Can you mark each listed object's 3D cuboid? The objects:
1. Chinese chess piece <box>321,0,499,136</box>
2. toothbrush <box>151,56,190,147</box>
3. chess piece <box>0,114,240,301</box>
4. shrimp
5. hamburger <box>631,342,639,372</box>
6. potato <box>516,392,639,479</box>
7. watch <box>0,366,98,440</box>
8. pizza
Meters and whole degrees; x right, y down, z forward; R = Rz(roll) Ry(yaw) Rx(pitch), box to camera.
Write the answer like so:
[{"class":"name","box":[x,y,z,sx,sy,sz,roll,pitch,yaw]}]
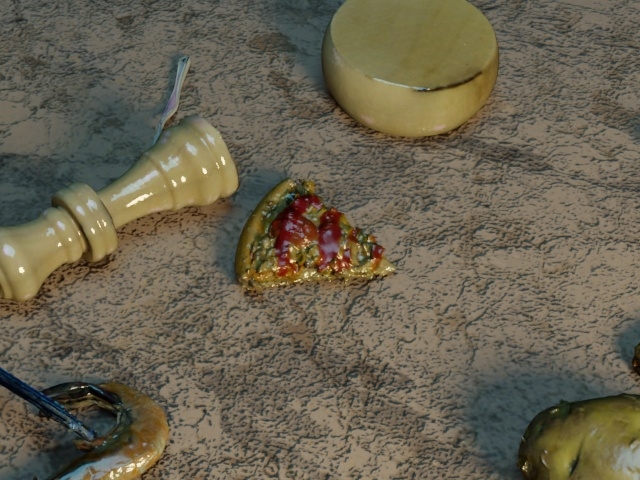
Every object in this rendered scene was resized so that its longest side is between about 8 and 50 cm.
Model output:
[{"class":"Chinese chess piece","box":[0.125,-0.254,1.817,0.250,0.097,0.251,2,48,-2]},{"class":"toothbrush","box":[-0.206,-0.192,1.799,0.017,0.022,0.204,-5,45,15]},{"class":"chess piece","box":[-0.289,-0.018,1.583,0.397,0.117,0.117,-32,56,-25]},{"class":"shrimp","box":[-0.273,0.225,1.399,0.219,0.046,0.152,-35,57,-27]},{"class":"hamburger","box":[0.404,0.133,1.503,0.083,0.044,0.076,-29,35,-19]},{"class":"potato","box":[0.347,0.258,1.331,0.296,0.141,0.192,24,68,18]},{"class":"watch","box":[-0.419,0.234,1.359,0.274,0.068,0.276,29,61,29]},{"class":"pizza","box":[0.000,0.000,1.606,0.199,0.062,0.188,13,51,8]}]
